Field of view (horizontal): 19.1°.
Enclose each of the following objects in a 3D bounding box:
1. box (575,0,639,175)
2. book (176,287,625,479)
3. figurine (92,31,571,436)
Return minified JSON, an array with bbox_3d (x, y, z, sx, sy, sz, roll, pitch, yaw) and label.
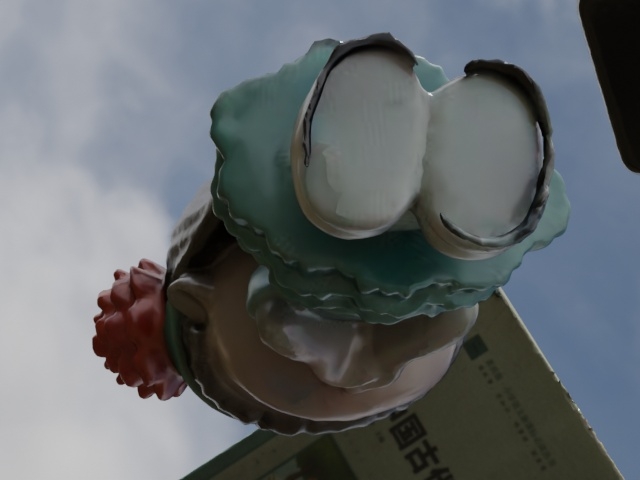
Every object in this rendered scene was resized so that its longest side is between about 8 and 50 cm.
[{"bbox_3d":[0.226,-0.107,1.132,0.126,0.027,0.125,-15,-85,19],"label":"box"},{"bbox_3d":[0.041,0.182,1.132,0.215,0.282,0.025,57,9,16],"label":"book"},{"bbox_3d":[0.000,0.000,0.652,0.245,0.138,0.110,122,-23,-69],"label":"figurine"}]
